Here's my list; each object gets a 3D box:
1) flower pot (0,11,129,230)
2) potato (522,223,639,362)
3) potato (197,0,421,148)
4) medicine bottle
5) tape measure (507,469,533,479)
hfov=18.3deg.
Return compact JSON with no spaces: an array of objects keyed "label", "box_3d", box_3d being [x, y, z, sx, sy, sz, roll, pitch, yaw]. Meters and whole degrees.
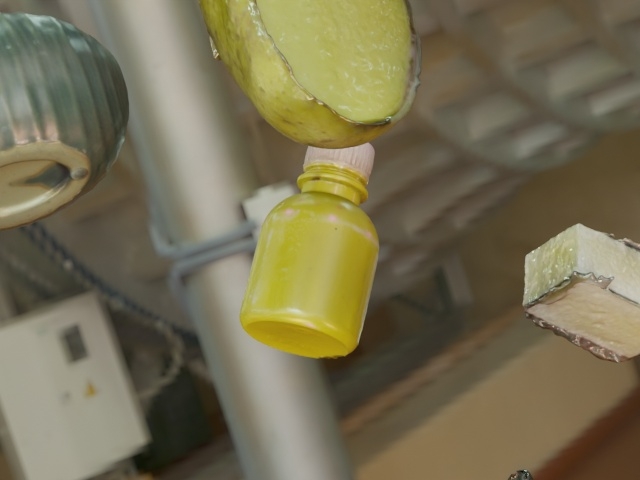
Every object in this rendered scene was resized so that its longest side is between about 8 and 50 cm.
[{"label":"flower pot","box_3d":[-0.285,-0.100,1.729,0.243,0.157,0.189,-17,-34,-12]},{"label":"potato","box_3d":[0.215,0.039,1.508,0.122,0.061,0.086,24,-40,-29]},{"label":"potato","box_3d":[-0.031,-0.181,1.483,0.160,0.272,0.111,-9,-20,-44]},{"label":"medicine bottle","box_3d":[0.000,0.000,1.973,0.121,0.212,0.122,12,-19,4]},{"label":"tape measure","box_3d":[0.168,0.312,1.576,0.223,0.202,0.135,-55,15,14]}]
